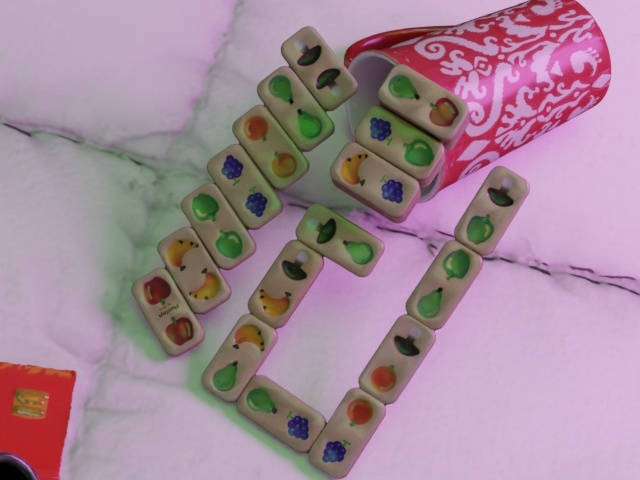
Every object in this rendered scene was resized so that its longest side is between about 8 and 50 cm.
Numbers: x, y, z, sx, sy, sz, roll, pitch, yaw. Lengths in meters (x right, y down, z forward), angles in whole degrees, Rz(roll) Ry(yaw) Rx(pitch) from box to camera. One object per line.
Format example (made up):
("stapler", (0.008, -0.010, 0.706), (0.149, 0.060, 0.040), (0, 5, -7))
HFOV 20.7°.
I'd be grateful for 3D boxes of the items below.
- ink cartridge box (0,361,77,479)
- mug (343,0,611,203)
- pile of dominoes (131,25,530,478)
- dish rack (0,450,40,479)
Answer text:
("ink cartridge box", (-0.250, 0.158, 1.065), (0.181, 0.056, 0.224), (9, 60, -6))
("mug", (0.108, -0.124, 1.267), (0.169, 0.113, 0.150), (-24, 69, -26))
("pile of dominoes", (0.000, 0.000, 1.148), (0.196, 0.040, 0.251), (32, 86, 10))
("dish rack", (-0.199, 0.263, 0.886), (0.208, 0.074, 0.271), (-30, 107, -31))
